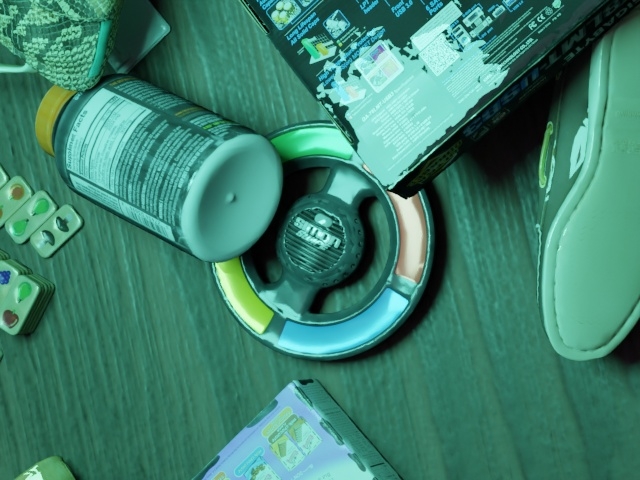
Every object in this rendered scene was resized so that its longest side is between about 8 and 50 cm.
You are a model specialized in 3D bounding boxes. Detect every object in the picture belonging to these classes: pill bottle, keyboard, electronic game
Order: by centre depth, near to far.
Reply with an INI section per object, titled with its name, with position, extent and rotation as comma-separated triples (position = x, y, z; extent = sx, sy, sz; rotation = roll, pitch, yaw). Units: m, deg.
[pill bottle]
position = -0.162, -0.080, 1.860
extent = 0.246, 0.130, 0.130
rotation = 27, 98, 37
[electronic game]
position = 0.000, 0.000, 1.864
extent = 0.229, 0.048, 0.229
rotation = 0, 89, 19
[keyboard]
position = -0.251, -0.281, 1.972
extent = 0.072, 0.014, 0.256
rotation = -41, 77, 9

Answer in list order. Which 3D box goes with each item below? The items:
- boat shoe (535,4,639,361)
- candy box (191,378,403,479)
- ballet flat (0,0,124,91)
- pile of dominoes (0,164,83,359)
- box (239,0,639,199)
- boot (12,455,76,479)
[boat shoe]
position = 0.248, -0.057, 1.756
extent = 0.117, 0.097, 0.324
rotation = 6, 96, -20
[candy box]
position = -0.009, 0.257, 1.853
extent = 0.165, 0.070, 0.196
rotation = -44, 76, 13
[ballet flat]
position = -0.386, -0.263, 1.924
extent = 0.483, 0.164, 0.182
rotation = 27, 121, 31
[pile of dominoes]
position = -0.383, 0.001, 1.998
extent = 0.251, 0.040, 0.196
rotation = 30, 99, 16
[box]
position = 0.091, -0.240, 1.718
extent = 0.295, 0.073, 0.293
rotation = -42, 70, 12
[boot]
position = -0.275, 0.387, 1.938
extent = 0.236, 0.089, 0.269
rotation = -37, 78, 4
